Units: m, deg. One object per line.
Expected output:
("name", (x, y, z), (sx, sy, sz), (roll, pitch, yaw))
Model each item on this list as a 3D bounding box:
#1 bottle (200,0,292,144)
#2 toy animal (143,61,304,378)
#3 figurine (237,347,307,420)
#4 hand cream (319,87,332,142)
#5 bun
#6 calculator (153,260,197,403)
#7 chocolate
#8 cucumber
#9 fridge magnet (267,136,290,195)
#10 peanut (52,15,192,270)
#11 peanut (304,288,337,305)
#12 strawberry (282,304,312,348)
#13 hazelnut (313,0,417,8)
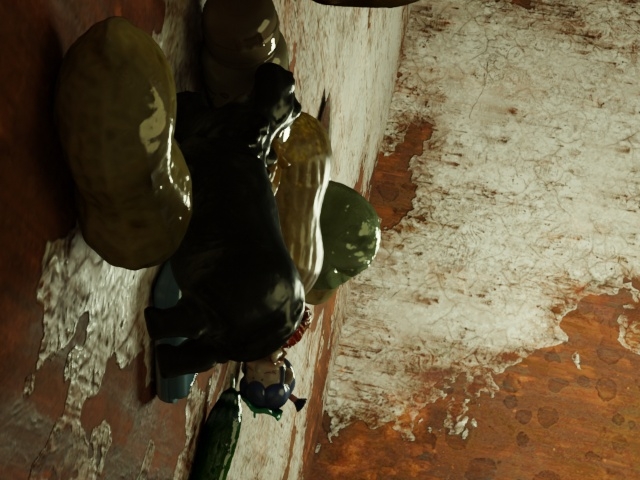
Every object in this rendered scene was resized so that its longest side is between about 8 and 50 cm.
("bottle", (-0.084, -0.195, 1.145), (0.209, 0.097, 0.110), (89, -19, -58))
("toy animal", (-0.101, -0.038, 0.982), (0.106, 0.168, 0.343), (88, 0, -53))
("figurine", (-0.080, 0.205, 1.701), (0.102, 0.111, 0.195), (-25, 129, -56))
("hand cream", (0.004, -0.200, 2.070), (0.067, 0.043, 0.209), (91, 6, -63))
("bun", (0.000, 0.000, 1.666), (0.118, 0.195, 0.195), (-79, 177, -60))
("calculator", (-0.158, 0.090, 1.194), (0.121, 0.039, 0.210), (-73, 170, -53))
("chocolate", (-0.050, -0.037, 1.495), (0.134, 0.134, 0.309), (-58, 157, -72))
("cucumber", (-0.153, 0.316, 1.507), (0.056, 0.056, 0.250), (76, 28, -73))
("fridge magnet", (-0.096, -0.061, 1.122), (0.063, 0.143, 0.143), (38, 53, -34))
("peanut", (-0.150, -0.066, 0.804), (0.103, 0.098, 0.229), (55, -23, 32))
("peanut", (-0.015, 0.017, 1.917), (0.122, 0.137, 0.253), (44, 40, -26))
("strawberry", (-0.059, 0.152, 1.924), (0.083, 0.083, 0.096), (87, 24, -62))
("hazelnut", (0.056, -0.406, 1.068), (0.409, 0.359, 0.359), (-11, 111, -78))
